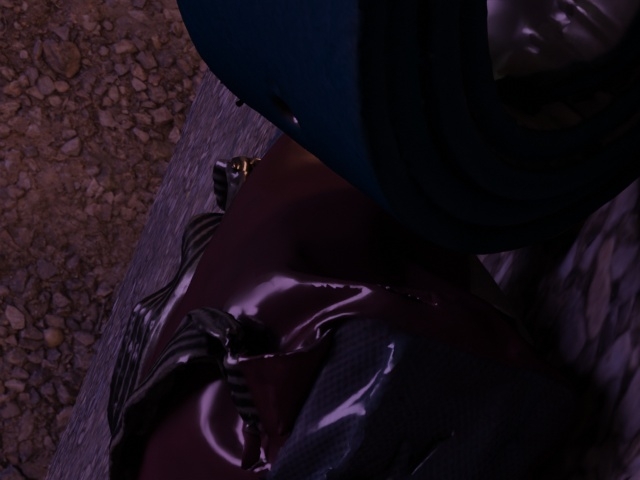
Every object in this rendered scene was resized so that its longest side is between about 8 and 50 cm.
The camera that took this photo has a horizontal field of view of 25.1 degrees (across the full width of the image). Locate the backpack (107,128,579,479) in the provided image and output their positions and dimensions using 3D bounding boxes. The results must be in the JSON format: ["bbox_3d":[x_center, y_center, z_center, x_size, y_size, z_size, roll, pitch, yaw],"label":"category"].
[{"bbox_3d":[-0.022,0.115,0.766,0.283,0.197,0.317,-102,35,-63],"label":"backpack"}]

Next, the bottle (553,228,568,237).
[{"bbox_3d":[0.100,-0.050,0.870,0.072,0.072,0.201,-64,12,6],"label":"bottle"}]

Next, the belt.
[{"bbox_3d":[0.107,-0.210,0.580,0.173,0.300,0.436,35,112,38],"label":"belt"}]
